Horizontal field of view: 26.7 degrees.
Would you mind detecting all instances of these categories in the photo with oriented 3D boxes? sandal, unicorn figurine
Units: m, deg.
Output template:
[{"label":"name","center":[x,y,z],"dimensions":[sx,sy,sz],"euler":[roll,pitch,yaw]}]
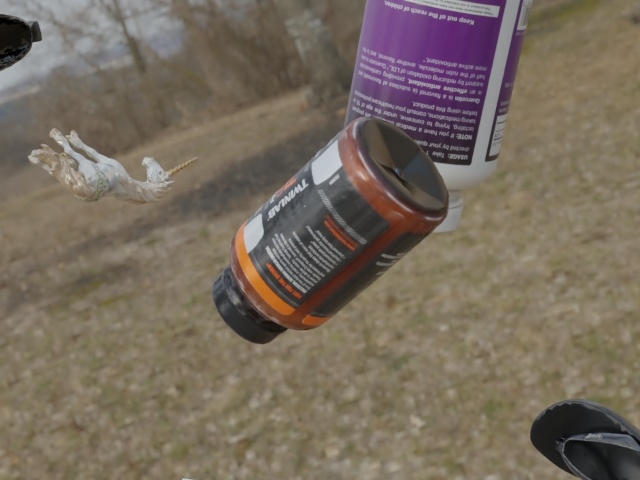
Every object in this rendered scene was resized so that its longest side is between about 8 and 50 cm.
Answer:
[{"label":"sandal","center":[0.355,0.263,1.608],"dimensions":[0.254,0.097,0.054],"euler":[24,22,39]},{"label":"unicorn figurine","center":[-0.214,-0.067,1.326],"dimensions":[0.060,0.111,0.162],"euler":[-60,-11,30]}]

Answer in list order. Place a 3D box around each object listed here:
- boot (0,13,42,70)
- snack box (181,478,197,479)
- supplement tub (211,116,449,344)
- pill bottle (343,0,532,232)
[{"label":"boot","center":[-0.383,-0.150,1.108],"dimensions":[0.229,0.091,0.263],"euler":[1,21,24]},{"label":"snack box","center":[-0.040,0.430,1.774],"dimensions":[0.321,0.187,0.060],"euler":[12,-34,-14]},{"label":"supplement tub","center":[0.000,0.000,1.058],"dimensions":[0.198,0.106,0.106],"euler":[-42,-2,29]},{"label":"pill bottle","center":[0.126,-0.181,1.517],"dimensions":[0.181,0.323,0.181],"euler":[10,16,-3]}]
